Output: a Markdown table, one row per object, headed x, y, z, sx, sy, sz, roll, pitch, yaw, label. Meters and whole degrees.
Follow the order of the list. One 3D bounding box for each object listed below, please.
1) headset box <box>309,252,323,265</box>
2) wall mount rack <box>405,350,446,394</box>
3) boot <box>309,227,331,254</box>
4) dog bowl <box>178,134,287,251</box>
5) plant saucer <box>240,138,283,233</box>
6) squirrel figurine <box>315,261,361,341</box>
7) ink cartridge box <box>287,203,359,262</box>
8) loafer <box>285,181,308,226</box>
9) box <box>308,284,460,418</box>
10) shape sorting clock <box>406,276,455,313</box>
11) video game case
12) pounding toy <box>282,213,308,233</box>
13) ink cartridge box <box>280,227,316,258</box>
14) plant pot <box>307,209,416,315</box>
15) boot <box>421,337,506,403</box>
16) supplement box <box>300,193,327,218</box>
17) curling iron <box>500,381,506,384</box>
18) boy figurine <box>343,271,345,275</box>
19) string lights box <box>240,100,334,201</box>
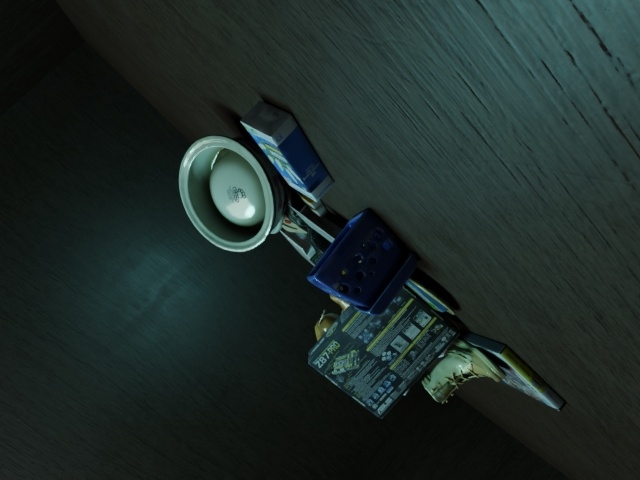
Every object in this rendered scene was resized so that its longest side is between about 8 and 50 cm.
| x | y | z | sx | sy | sz | roll | pitch | yaw | label |
| --- | --- | --- | --- | --- | --- | --- | --- | --- | --- |
| 0.109 | 0.159 | 2.050 | 0.246 | 0.131 | 0.283 | 47 | 172 | -31 | headset box |
| 0.407 | 0.484 | 1.574 | 0.350 | 0.304 | 0.130 | 31 | -141 | -61 | wall mount rack |
| 0.000 | 0.000 | 1.860 | 0.246 | 0.094 | 0.207 | 40 | 171 | -32 | boot |
| -0.293 | -0.172 | 1.475 | 0.408 | 0.408 | 0.150 | 42 | -146 | 8 | dog bowl |
| -0.292 | -0.195 | 1.673 | 0.400 | 0.100 | 0.400 | 45 | 151 | 35 | plant saucer |
| 0.184 | 0.306 | 1.520 | 0.397 | 0.370 | 0.281 | 39 | 175 | 9 | squirrel figurine |
| 0.020 | -0.049 | 1.529 | 0.275 | 0.060 | 0.239 | 37 | 176 | 34 | ink cartridge box |
| -0.090 | -0.129 | 1.637 | 0.084 | 0.096 | 0.267 | 30 | 164 | 38 | loafer |
| 0.201 | 0.337 | 1.376 | 0.318 | 0.395 | 0.097 | 38 | -172 | -8 | box |
| 0.319 | 0.156 | 1.269 | 0.206 | 0.040 | 0.206 | 41 | 179 | 1 | shape sorting clock |
| 0.570 | 0.389 | 1.298 | 0.248 | 0.035 | 0.275 | 43 | 173 | -4 | video game case |
| -0.133 | -0.155 | 1.796 | 0.154 | 0.155 | 0.269 | -4 | 151 | 40 | pounding toy |
| -0.061 | 0.026 | 2.235 | 0.207 | 0.119 | 0.353 | 39 | 173 | 31 | ink cartridge box |
| 0.118 | 0.077 | 1.185 | 0.212 | 0.236 | 0.236 | 37 | 172 | -2 | plant pot |
| 0.428 | 0.420 | 1.291 | 0.095 | 0.203 | 0.262 | 44 | 175 | -13 | boot |
| -0.021 | -0.127 | 1.474 | 0.062 | 0.036 | 0.098 | 38 | 172 | 36 | supplement box |
| 0.627 | 0.491 | 1.580 | 0.068 | 0.035 | 0.274 | 45 | 173 | -21 | curling iron |
| 0.081 | 0.119 | 1.726 | 0.092 | 0.177 | 0.285 | 43 | 154 | 9 | boy figurine |
| -0.077 | -0.222 | 1.077 | 0.133 | 0.077 | 0.260 | 35 | 170 | 39 | string lights box |
